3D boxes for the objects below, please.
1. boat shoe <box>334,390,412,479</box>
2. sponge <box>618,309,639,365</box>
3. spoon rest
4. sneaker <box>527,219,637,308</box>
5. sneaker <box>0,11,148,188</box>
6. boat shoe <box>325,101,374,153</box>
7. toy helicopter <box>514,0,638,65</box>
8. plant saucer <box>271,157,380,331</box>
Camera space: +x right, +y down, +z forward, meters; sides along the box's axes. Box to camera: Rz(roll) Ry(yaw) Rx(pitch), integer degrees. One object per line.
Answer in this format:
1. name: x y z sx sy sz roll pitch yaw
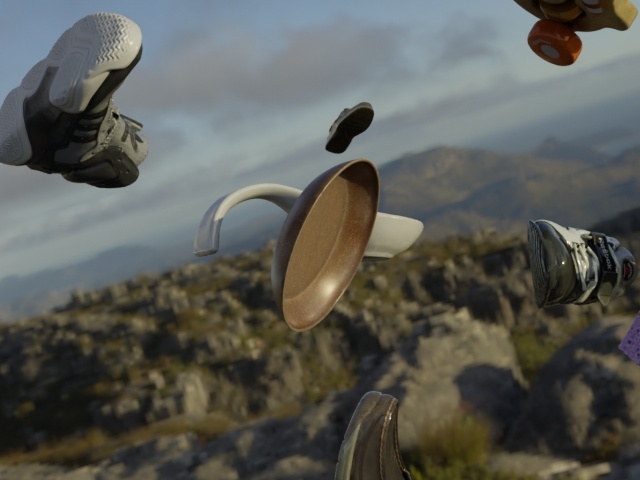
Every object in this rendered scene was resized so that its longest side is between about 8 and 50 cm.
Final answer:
1. boat shoe: 0.094 0.346 1.534 0.130 0.355 0.132 5 26 15
2. sponge: 0.610 0.202 2.133 0.031 0.117 0.210 3 33 -39
3. spoon rest: -0.009 -0.020 1.446 0.276 0.084 0.137 1 -6 -28
4. sneaker: 0.360 0.030 1.718 0.146 0.122 0.330 -5 -4 13
5. sneaker: -0.238 -0.144 1.369 0.153 0.101 0.268 24 -38 -33
6. boat shoe: 0.046 -0.197 2.089 0.050 0.045 0.135 17 -34 -24
7. toy helicopter: 0.379 -0.383 1.766 0.140 0.235 0.355 -57 23 -14
8. plant saucer: 0.000 0.000 1.330 0.036 0.198 0.198 25 22 22
